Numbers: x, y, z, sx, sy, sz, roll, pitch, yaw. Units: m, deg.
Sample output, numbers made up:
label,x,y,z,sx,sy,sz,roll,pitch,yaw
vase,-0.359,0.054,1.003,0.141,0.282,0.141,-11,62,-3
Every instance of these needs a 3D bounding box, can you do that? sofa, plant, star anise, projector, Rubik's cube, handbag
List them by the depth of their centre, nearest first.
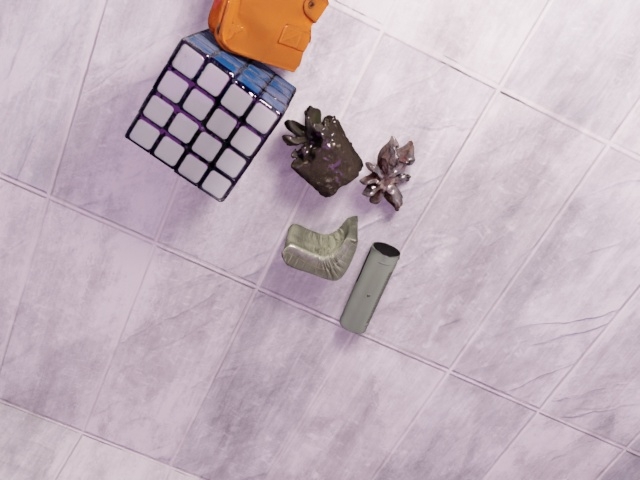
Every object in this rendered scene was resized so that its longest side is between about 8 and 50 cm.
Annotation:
label,x,y,z,sx,sy,sz,roll,pitch,yaw
handbag,-0.117,-0.702,1.699,0.304,0.116,0.410,10,122,-31
Rubik's cube,-0.310,-0.380,1.809,0.337,0.344,0.343,34,112,-10
plant,-0.005,-0.282,1.909,0.189,0.199,0.276,-30,108,21
star anise,0.224,-0.210,1.946,0.199,0.110,0.257,-4,123,-38
sofa,0.000,0.000,2.034,0.226,0.210,0.176,20,116,-4
projector,0.172,0.170,2.153,0.108,0.108,0.337,19,115,-4
